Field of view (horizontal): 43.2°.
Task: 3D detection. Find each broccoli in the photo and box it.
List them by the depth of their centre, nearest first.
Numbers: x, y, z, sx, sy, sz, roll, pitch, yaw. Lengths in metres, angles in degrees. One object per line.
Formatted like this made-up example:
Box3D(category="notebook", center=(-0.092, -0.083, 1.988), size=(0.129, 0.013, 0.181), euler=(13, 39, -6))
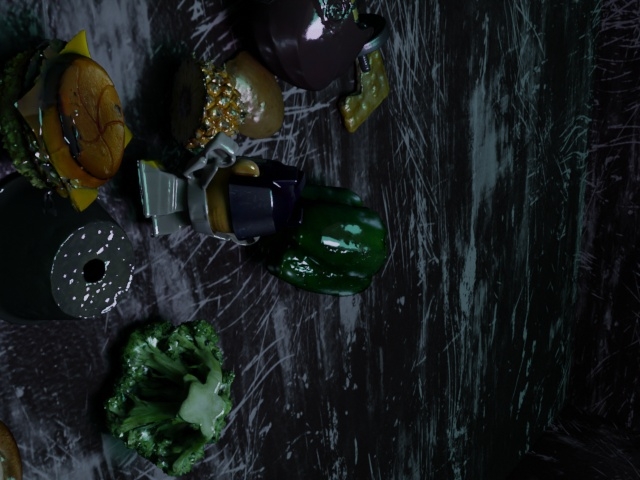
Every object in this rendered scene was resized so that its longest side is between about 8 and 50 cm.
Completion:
Box3D(category="broccoli", center=(-0.270, 0.297, 1.532), size=(0.265, 0.245, 0.295), euler=(-3, 82, -33))

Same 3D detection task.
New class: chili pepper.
Box3D(category="chili pepper", center=(0.000, 0.000, 1.754), size=(0.256, 0.248, 0.233), euler=(7, 108, -38))

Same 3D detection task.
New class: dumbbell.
Box3D(category="dumbbell", center=(0.060, -0.495, 1.706), size=(0.143, 0.143, 0.326), euler=(-49, 138, -29))

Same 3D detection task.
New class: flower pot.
Box3D(category="flower pot", center=(-0.408, 0.030, 1.299), size=(0.269, 0.166, 0.269), euler=(-27, 126, -44))

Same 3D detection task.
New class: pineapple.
Box3D(category="pineapple", center=(-0.183, -0.239, 1.458), size=(0.136, 0.161, 0.176), euler=(1, 60, -34))

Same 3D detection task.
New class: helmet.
Box3D(category="helmet", center=(-0.052, -0.402, 1.544), size=(0.305, 0.225, 0.177), euler=(29, 91, -48))

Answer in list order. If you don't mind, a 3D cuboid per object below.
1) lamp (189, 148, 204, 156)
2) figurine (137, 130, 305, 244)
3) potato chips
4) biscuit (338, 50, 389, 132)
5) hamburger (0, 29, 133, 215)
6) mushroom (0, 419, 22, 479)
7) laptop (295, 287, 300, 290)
Box3D(category="lamp", center=(-0.212, -0.122, 1.564), size=(0.091, 0.091, 0.163), euler=(-41, 120, -35))
Box3D(category="figurine", center=(-0.171, -0.074, 1.441), size=(0.308, 0.308, 0.143), euler=(25, 63, -53))
Box3D(category="potato chips", center=(-0.129, -0.289, 1.628), size=(0.150, 0.049, 0.202), euler=(-59, 136, -26))
Box3D(category="biscuit", center=(0.093, -0.365, 1.890), size=(0.183, 0.039, 0.174), euler=(-53, 140, -26))
Box3D(category="hamburger", center=(-0.392, -0.173, 1.210), size=(0.262, 0.138, 0.243), euler=(-77, 156, -48))
Box3D(category="mushroom", center=(-0.574, 0.370, 1.227), size=(0.253, 0.153, 0.253), euler=(-23, 122, -43))
Box3D(category="laptop", center=(-0.015, 0.011, 1.921), size=(0.197, 0.016, 0.135), euler=(-50, 137, -28))
